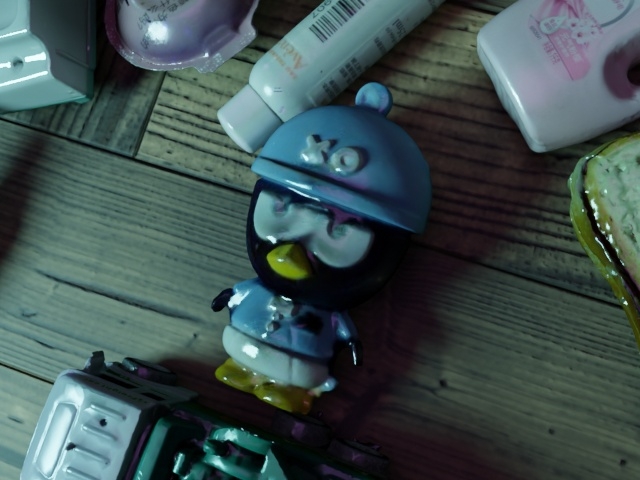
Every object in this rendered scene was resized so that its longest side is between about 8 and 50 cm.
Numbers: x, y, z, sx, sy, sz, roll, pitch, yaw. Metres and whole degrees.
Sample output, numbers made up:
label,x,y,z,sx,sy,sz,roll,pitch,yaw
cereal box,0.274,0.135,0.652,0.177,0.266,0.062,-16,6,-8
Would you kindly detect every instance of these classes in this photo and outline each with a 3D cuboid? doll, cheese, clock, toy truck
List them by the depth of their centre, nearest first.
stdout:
label,x,y,z,sx,sy,sz,roll,pitch,yaw
toy truck,-0.085,0.222,0.856,0.363,0.178,0.176,19,85,17
doll,0.000,0.000,0.893,0.177,0.141,0.314,20,88,19
cheese,-0.163,-0.284,1.009,0.189,0.074,0.286,-39,62,0
clock,-0.359,-0.269,1.011,0.231,0.116,0.262,-5,79,19

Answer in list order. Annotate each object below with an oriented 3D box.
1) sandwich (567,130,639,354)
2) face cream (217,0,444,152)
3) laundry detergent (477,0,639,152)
label,x,y,z,sx,sy,sz,roll,pitch,yaw
sandwich,0.387,0.014,0.835,0.271,0.099,0.301,-25,79,11
face cream,0.011,-0.191,0.953,0.269,0.082,0.082,-41,75,1
laundry detergent,0.322,-0.211,0.891,0.335,0.088,0.159,-26,76,6
